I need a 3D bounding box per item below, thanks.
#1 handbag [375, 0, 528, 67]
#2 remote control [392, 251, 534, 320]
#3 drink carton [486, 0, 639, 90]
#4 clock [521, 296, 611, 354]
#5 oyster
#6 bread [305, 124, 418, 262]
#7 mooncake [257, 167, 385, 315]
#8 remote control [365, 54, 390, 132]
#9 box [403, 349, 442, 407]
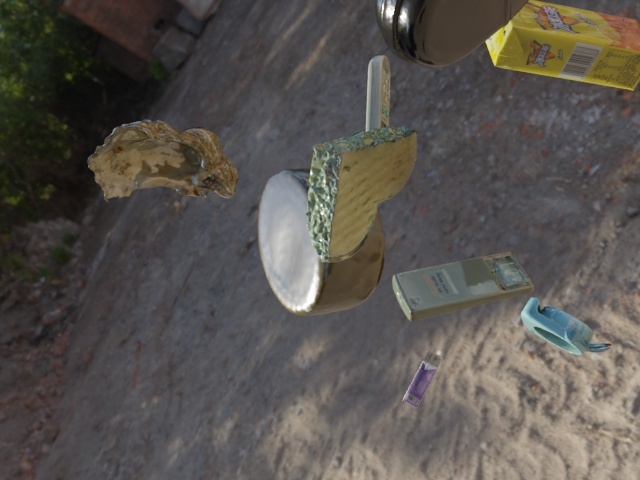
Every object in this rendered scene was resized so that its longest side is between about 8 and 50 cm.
[{"bbox_3d":[0.214,-0.374,0.986,0.308,0.253,0.093,-39,62,-8],"label":"handbag"},{"bbox_3d":[0.301,0.094,1.473,0.123,0.286,0.038,-114,16,-46],"label":"remote control"},{"bbox_3d":[0.557,-0.449,1.579,0.111,0.352,0.154,107,165,-46],"label":"drink carton"},{"bbox_3d":[0.412,0.154,1.171,0.147,0.108,0.045,29,83,28],"label":"clock"},{"bbox_3d":[-0.229,-0.128,1.051,0.162,0.233,0.107,-28,63,40],"label":"oyster"},{"bbox_3d":[0.043,-0.082,1.000,0.064,0.172,0.232,31,86,40],"label":"bread"},{"bbox_3d":[0.000,0.000,1.353,0.284,0.156,0.284,15,108,56],"label":"mooncake"},{"bbox_3d":[0.119,-0.278,1.461,0.078,0.042,0.221,17,-104,-71],"label":"remote control"},{"bbox_3d":[0.217,0.294,1.479,0.051,0.036,0.117,-40,-27,-61],"label":"box"}]
